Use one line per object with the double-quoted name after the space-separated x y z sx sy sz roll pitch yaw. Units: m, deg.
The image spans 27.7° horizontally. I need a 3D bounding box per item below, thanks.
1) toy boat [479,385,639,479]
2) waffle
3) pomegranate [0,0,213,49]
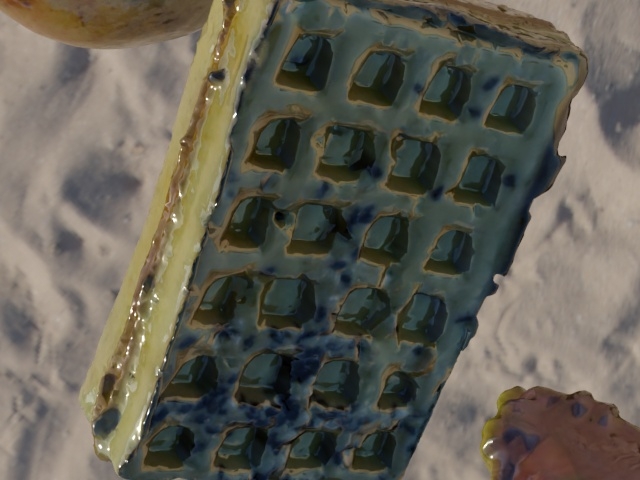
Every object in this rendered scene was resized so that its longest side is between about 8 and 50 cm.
0.156 0.188 0.472 0.141 0.099 0.318 -29 78 -11 "toy boat"
0.000 0.000 0.898 0.261 0.114 0.376 9 114 -33 "waffle"
-0.197 -0.353 1.254 0.338 0.338 0.338 8 118 15 "pomegranate"
